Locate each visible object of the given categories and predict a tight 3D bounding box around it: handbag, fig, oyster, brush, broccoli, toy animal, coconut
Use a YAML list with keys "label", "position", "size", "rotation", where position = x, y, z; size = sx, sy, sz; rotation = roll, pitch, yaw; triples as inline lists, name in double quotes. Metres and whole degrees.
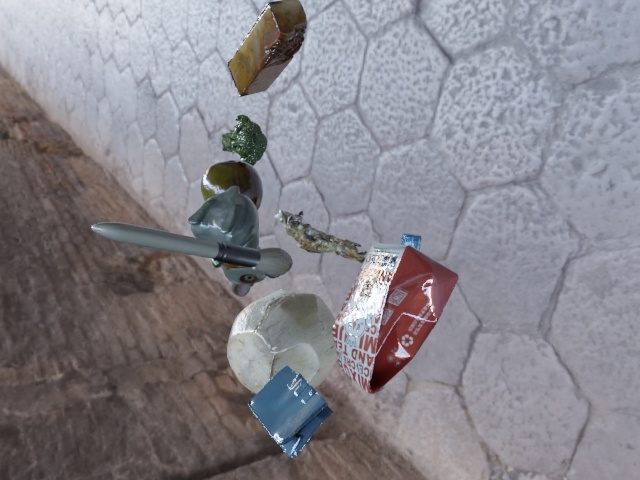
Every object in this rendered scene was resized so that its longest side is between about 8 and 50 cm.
- label: "handbag"
  position: [0.135, 0.160, 1.190]
  size: [0.298, 0.151, 0.171]
  rotation: [-62, 20, -9]
- label: "fig"
  position: [-0.186, -0.045, 1.165]
  size: [0.124, 0.124, 0.236]
  rotation: [35, 119, 50]
- label: "oyster"
  position: [-0.002, 0.002, 1.852]
  size: [0.107, 0.354, 0.201]
  rotation: [-58, 20, 4]
- label: "brush"
  position: [-0.145, 0.013, 0.723]
  size: [0.042, 0.299, 0.039]
  rotation: [-46, 55, 26]
- label: "broccoli"
  position: [-0.231, -0.304, 1.759]
  size: [0.146, 0.137, 0.162]
  rotation: [98, 169, -49]
- label: "handbag"
  position: [-0.072, 0.382, 1.320]
  size: [0.057, 0.144, 0.221]
  rotation: [49, 169, -24]
- label: "toy animal"
  position: [-0.141, 0.018, 1.047]
  size: [0.108, 0.138, 0.236]
  rotation: [9, 147, 31]
- label: "coconut"
  position: [-0.101, 0.325, 1.875]
  size: [0.346, 0.360, 0.347]
  rotation: [13, 112, 34]

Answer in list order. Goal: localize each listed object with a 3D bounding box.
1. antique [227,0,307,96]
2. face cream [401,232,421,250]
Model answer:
- label: "antique"
  position: [-0.129, -0.455, 1.381]
  size: [0.310, 0.087, 0.093]
  rotation: [-24, 88, 61]
- label: "face cream"
  position: [0.262, 0.147, 1.774]
  size: [0.080, 0.163, 0.337]
  rotation: [11, 100, 40]
